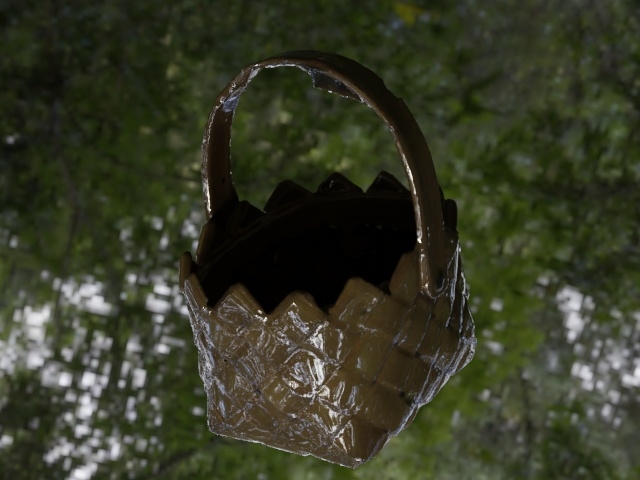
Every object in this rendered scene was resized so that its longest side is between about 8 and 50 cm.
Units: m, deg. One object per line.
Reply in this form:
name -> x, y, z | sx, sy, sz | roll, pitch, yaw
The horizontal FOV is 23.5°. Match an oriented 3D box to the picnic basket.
picnic basket -> 0.000, 0.000, 0.718 | 0.128, 0.178, 0.138 | 11, -151, 30
